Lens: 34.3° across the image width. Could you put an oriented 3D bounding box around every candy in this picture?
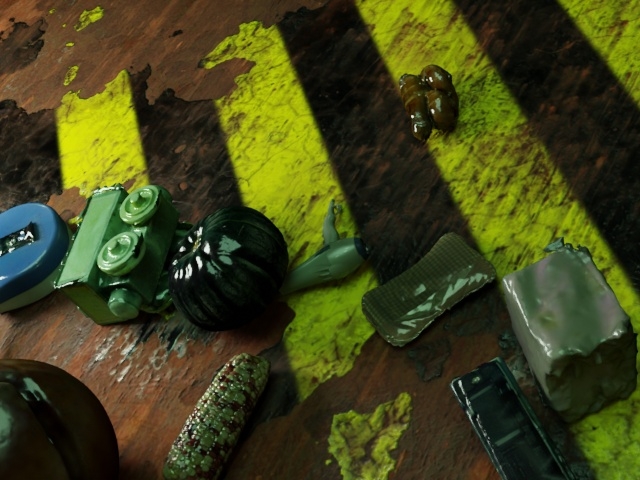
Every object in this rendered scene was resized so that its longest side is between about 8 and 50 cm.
[{"bbox_3d":[0.346,0.123,1.440,0.137,0.184,0.195,-21,46,0],"label":"candy"}]

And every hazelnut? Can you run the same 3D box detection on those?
[{"bbox_3d":[-0.501,0.352,1.519,0.409,0.359,0.359,-37,46,-1],"label":"hazelnut"}]

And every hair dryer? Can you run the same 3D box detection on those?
[{"bbox_3d":[-0.015,0.015,1.788,0.167,0.067,0.199,-33,35,2],"label":"hair dryer"}]

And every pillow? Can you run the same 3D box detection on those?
[{"bbox_3d":[0.169,0.078,1.658,0.211,0.034,0.135,-36,48,-7],"label":"pillow"}]

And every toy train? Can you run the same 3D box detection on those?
[{"bbox_3d":[-0.344,0.021,1.855,0.188,0.159,0.271,-12,47,28],"label":"toy train"},{"bbox_3d":[0.295,0.330,1.347,0.086,0.089,0.409,-30,47,3],"label":"toy train"}]

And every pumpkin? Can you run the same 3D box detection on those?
[{"bbox_3d":[-0.154,0.048,1.723,0.220,0.162,0.220,-39,23,20],"label":"pumpkin"}]

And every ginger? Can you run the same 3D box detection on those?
[{"bbox_3d":[0.206,-0.254,1.906,0.103,0.073,0.162,-26,51,20],"label":"ginger"}]

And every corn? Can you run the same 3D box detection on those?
[{"bbox_3d":[-0.155,0.274,1.595,0.086,0.086,0.253,11,55,31],"label":"corn"}]

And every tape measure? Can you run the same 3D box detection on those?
[{"bbox_3d":[-0.560,0.073,1.943,0.215,0.098,0.351,-26,48,2],"label":"tape measure"}]
